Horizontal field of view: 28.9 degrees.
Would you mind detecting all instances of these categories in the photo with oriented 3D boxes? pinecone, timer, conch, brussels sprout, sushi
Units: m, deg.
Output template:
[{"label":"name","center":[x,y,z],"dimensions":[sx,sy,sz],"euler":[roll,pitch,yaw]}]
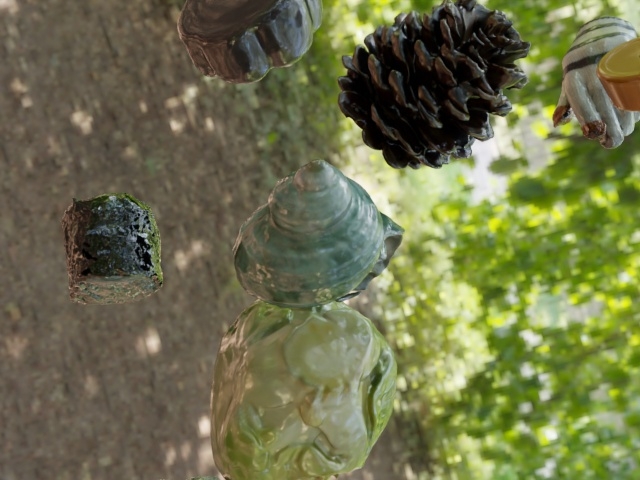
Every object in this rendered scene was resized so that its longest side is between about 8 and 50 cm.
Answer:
[{"label":"pinecone","center":[0.155,-0.208,1.661],"dimensions":[0.224,0.272,0.224],"euler":[33,44,-39]},{"label":"timer","center":[0.462,-0.190,1.707],"dimensions":[0.132,0.132,0.152],"euler":[-84,153,-60]},{"label":"conch","center":[0.000,0.000,1.503],"dimensions":[0.277,0.220,0.195],"euler":[80,-10,-51]},{"label":"brussels sprout","center":[-0.023,0.223,1.767],"dimensions":[0.344,0.268,0.344],"euler":[-167,-90,-83]},{"label":"sushi","center":[-0.270,0.011,1.615],"dimensions":[0.225,0.124,0.127],"euler":[123,-39,-75]}]

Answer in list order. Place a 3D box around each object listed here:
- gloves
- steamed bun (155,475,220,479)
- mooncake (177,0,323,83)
[{"label":"gloves","center":[0.441,-0.253,1.966],"dimensions":[0.218,0.140,0.131],"euler":[-71,160,-45]},{"label":"steamed bun","center":[-0.258,0.438,1.484],"dimensions":[0.237,0.347,0.394],"euler":[37,77,-42]},{"label":"mooncake","center":[-0.113,-0.367,2.038],"dimensions":[0.245,0.245,0.133],"euler":[-91,161,-49]}]
